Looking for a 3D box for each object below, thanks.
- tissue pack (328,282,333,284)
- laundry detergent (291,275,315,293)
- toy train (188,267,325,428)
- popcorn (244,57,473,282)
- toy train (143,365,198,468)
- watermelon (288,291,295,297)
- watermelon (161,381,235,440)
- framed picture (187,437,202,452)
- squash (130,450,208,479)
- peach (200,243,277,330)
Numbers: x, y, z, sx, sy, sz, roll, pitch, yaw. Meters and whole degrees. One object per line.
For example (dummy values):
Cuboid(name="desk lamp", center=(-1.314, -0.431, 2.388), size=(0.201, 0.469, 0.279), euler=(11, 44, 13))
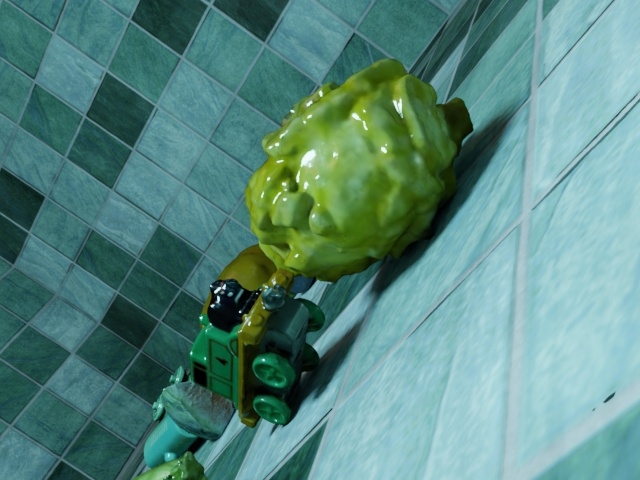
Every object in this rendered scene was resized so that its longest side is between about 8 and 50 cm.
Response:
Cuboid(name="tissue pack", center=(0.030, 0.019, 1.143), size=(0.083, 0.035, 0.063), euler=(-53, 5, 16))
Cuboid(name="laundry detergent", center=(-0.001, -0.001, 1.428), size=(0.206, 0.061, 0.097), euler=(-57, 3, -27))
Cuboid(name="toy train", center=(-0.074, 0.112, 0.810), size=(0.228, 0.136, 0.091), euler=(94, -159, -49))
Cuboid(name="popcorn", center=(0.050, -0.062, 0.798), size=(0.266, 0.192, 0.233), euler=(-32, -21, -22))
Cuboid(name="toy train", center=(-0.261, 0.338, 1.430), size=(0.248, 0.101, 0.159), euler=(-51, 23, 49))
Cuboid(name="watermelon", center=(-0.021, 0.036, 1.546), size=(0.181, 0.075, 0.092), euler=(-57, -39, -40))
Cuboid(name="watermelon", center=(-0.186, 0.270, 1.226), size=(0.180, 0.081, 0.094), euler=(36, -114, -61))
Cuboid(name="framed picture", center=(-0.192, 0.310, 1.472), size=(0.195, 0.010, 0.199), euler=(-55, 5, 6))
Cuboid(name="squash", center=(-0.202, 0.329, 0.862), size=(0.370, 0.118, 0.118), euler=(-47, 9, 39))
Cuboid(name="peach", center=(-0.155, 0.122, 1.616), size=(0.251, 0.153, 0.251), euler=(-48, 4, 4))
